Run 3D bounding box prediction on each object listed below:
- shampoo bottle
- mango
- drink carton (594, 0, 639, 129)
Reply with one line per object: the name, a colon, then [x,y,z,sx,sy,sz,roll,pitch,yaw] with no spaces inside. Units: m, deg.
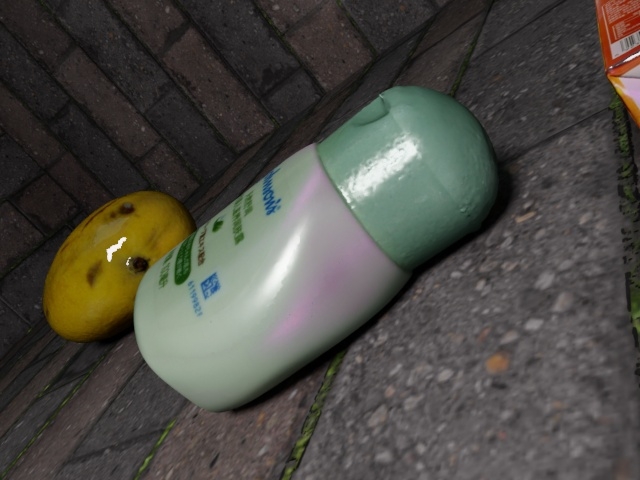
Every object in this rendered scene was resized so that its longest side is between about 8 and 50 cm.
shampoo bottle: [0.000,0.000,0.552,0.350,0.151,0.222,-35,24,14]
mango: [-0.414,0.062,1.198,0.445,0.220,0.301,-29,22,45]
drink carton: [0.265,-0.149,0.453,0.071,0.096,0.223,-29,21,35]
